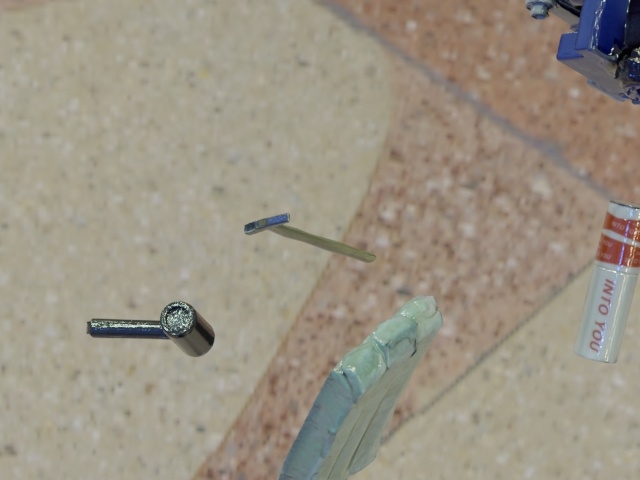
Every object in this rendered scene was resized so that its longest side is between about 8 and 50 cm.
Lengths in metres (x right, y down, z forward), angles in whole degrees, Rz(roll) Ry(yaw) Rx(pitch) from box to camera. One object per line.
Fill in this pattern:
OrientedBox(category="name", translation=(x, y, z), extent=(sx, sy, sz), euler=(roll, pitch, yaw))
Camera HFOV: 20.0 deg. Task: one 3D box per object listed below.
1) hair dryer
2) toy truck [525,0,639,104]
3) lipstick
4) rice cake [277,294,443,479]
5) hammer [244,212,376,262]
OrientedBox(category="hair dryer", translation=(-0.114, 0.056, 1.184), extent=(0.083, 0.047, 0.026), euler=(2, 69, 15))
OrientedBox(category="toy truck", translation=(0.307, -0.187, 1.711), extent=(0.213, 0.177, 0.161), euler=(24, 72, -40))
OrientedBox(category="lipstick", translation=(0.240, 0.033, 1.490), extent=(0.038, 0.131, 0.038), euler=(12, 7, -1))
OrientedBox(category="rice cake", translation=(0.027, 0.127, 1.370), extent=(0.038, 0.211, 0.124), euler=(39, 47, 14))
OrientedBox(category="hammer", translation=(0.000, 0.000, 2.077), extent=(0.199, 0.062, 0.013), euler=(17, 63, -48))
